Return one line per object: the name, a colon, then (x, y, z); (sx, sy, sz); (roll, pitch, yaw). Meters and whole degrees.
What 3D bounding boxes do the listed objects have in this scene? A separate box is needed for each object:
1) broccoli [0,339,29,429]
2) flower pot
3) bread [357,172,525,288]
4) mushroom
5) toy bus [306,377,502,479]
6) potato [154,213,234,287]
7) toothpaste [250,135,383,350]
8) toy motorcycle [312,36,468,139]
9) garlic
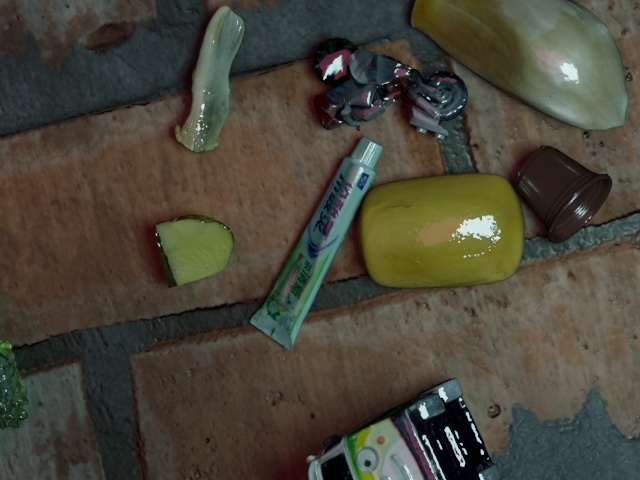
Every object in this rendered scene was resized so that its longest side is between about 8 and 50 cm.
broccoli: (-0.531, 0.190, 1.668); (0.288, 0.248, 0.245); (-51, 42, 17)
flower pot: (0.294, -0.065, 1.505); (0.089, 0.111, 0.111); (44, 99, 24)
bread: (0.151, -0.012, 1.536); (0.217, 0.098, 0.147); (-7, 83, 12)
mushroom: (-0.149, -0.218, 1.636); (0.054, 0.059, 0.202); (13, 91, 51)
toy bus: (0.096, 0.270, 1.435); (0.179, 0.305, 0.143); (-25, 84, 14)
potato: (-0.164, 0.006, 1.627); (0.103, 0.066, 0.096); (-8, 111, 4)
toothpaste: (0.000, 0.000, 1.597); (0.075, 0.048, 0.296); (31, 98, 25)
toy motorcycle: (0.080, -0.184, 1.562); (0.213, 0.082, 0.122); (19, 92, 14)
garlic: (0.257, -0.256, 1.522); (0.318, 0.112, 0.143); (34, 99, 23)
